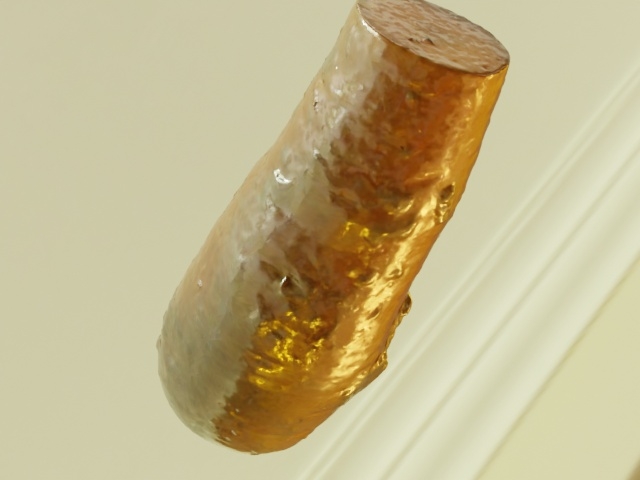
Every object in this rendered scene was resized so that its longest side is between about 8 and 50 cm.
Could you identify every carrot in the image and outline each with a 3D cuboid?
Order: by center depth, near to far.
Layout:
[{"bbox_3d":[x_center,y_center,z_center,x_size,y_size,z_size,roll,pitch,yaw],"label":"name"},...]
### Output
[{"bbox_3d":[0.000,0.000,1.161,0.138,0.302,0.139,18,-149,-11],"label":"carrot"}]
